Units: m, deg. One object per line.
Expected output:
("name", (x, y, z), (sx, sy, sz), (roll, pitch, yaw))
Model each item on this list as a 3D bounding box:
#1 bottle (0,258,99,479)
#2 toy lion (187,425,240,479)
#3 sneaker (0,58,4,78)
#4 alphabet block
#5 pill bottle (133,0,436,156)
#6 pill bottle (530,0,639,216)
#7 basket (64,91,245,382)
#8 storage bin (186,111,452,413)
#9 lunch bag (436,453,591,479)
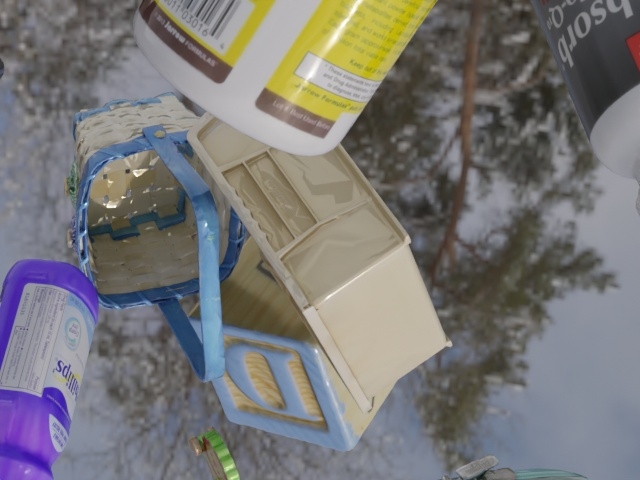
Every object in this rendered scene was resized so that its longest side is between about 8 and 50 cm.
("bottle", (-0.292, 0.162, 1.399), (0.092, 0.118, 0.282), (4, -119, 9))
("toy lion", (-0.111, 0.256, 1.590), (0.034, 0.100, 0.096), (-24, -161, -18))
("sneaker", (-0.296, -0.235, 1.220), (0.163, 0.226, 0.086), (-30, -133, 5))
("alphabet block", (-0.015, 0.109, 1.728), (0.193, 0.192, 0.197), (11, -134, 31))
("pill bottle", (0.013, -0.154, 0.655), (0.117, 0.215, 0.117), (32, -164, -11))
("pill bottle", (0.341, -0.189, 1.396), (0.210, 0.210, 0.363), (-10, -114, -20))
("basket", (-0.175, -0.012, 1.596), (0.201, 0.254, 0.289), (-16, -141, -24))
("storage bin", (0.000, 0.000, 1.452), (0.123, 0.262, 0.260), (-34, -121, -3))
("lunch bag", (0.091, 0.264, 0.801), (0.224, 0.279, 0.108), (-2, -171, -28))
